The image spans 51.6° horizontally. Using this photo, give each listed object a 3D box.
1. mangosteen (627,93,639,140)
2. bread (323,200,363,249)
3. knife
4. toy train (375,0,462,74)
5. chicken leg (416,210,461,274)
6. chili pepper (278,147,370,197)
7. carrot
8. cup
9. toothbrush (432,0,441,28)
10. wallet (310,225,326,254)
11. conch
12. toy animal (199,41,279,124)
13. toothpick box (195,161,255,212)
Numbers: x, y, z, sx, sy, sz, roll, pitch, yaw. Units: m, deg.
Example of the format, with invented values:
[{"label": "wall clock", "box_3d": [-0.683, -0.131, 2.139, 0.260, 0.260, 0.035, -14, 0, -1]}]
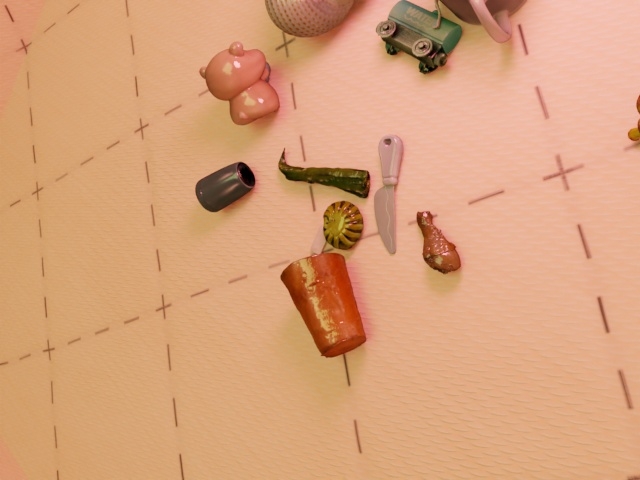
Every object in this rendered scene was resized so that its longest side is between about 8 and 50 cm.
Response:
[{"label": "mangosteen", "box_3d": [0.728, -0.266, 1.387, 0.181, 0.146, 0.156, -28, 71, 30]}, {"label": "bread", "box_3d": [0.059, -0.045, 1.892, 0.130, 0.071, 0.139, 24, 98, 31]}, {"label": "knife", "box_3d": [0.183, -0.129, 1.836, 0.080, 0.044, 0.331, 3, 89, 36]}, {"label": "toy train", "box_3d": [0.268, -0.563, 1.802, 0.248, 0.101, 0.159, 41, 92, 32]}, {"label": "chicken leg", "box_3d": [0.294, 0.001, 1.719, 0.085, 0.069, 0.198, -36, 58, 25]}, {"label": "chili pepper", "box_3d": [-0.004, -0.200, 1.962, 0.359, 0.076, 0.085, 19, 120, 36]}, {"label": "carrot", "box_3d": [0.012, 0.183, 1.824, 0.196, 0.196, 0.254, -30, 67, 29]}, {"label": "cup", "box_3d": [0.379, -0.655, 1.613, 0.259, 0.274, 0.356, -21, 71, 33]}, {"label": "toothbrush", "box_3d": [0.316, -0.643, 1.774, 0.022, 0.017, 0.204, -5, 59, 23]}, {"label": "wallet", "box_3d": [0.000, 0.000, 1.963, 0.044, 0.011, 0.083, 31, 102, 34]}, {"label": "conch", "box_3d": [-0.008, -0.752, 1.952, 0.319, 0.215, 0.303, -2, 88, 4]}, {"label": "toy animal", "box_3d": [-0.245, -0.475, 2.071, 0.210, 0.229, 0.221, -18, 76, 39]}, {"label": "toothpick box", "box_3d": [-0.304, -0.176, 2.142, 0.184, 0.120, 0.120, -25, 70, 28]}]
